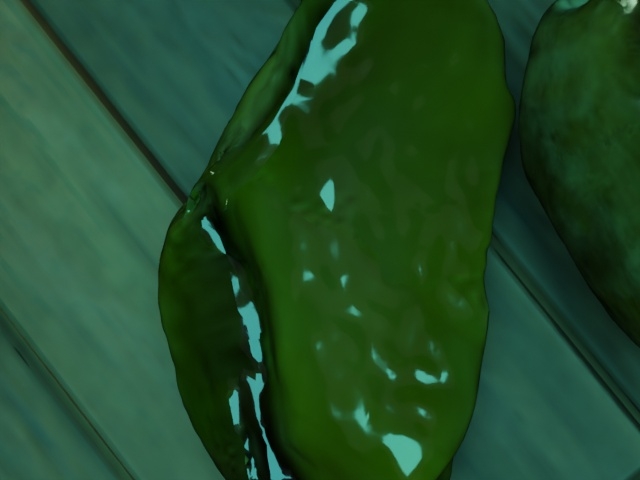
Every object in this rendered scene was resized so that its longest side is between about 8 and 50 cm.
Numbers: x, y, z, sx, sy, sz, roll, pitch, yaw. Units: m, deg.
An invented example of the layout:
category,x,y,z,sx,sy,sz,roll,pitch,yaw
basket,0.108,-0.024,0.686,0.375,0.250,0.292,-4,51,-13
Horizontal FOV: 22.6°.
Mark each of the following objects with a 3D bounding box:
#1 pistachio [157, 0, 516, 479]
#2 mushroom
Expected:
category,x,y,z,sx,sy,sz,roll,pitch,yaw
pistachio,0.000,0.000,0.440,0.089,0.049,0.173,11,83,-19
mushroom,0.217,-0.050,0.418,0.333,0.087,0.107,-13,89,-2
